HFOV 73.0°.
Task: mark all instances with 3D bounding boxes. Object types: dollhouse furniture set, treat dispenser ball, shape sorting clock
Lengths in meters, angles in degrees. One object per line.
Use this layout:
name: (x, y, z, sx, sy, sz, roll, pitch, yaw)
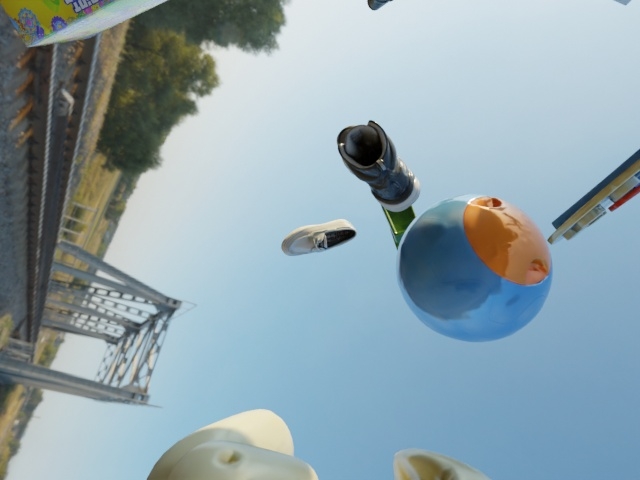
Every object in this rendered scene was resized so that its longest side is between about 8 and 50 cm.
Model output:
dollhouse furniture set: (0.382, -0.064, 1.452, 0.302, 0.197, 0.151, -19, -129, 8)
treat dispenser ball: (0.293, 0.053, 0.849, 0.288, 0.288, 0.288, -44, -147, 39)
shape sorting clock: (0.313, -0.064, 0.423, 0.040, 0.206, 0.206, 50, -59, 18)

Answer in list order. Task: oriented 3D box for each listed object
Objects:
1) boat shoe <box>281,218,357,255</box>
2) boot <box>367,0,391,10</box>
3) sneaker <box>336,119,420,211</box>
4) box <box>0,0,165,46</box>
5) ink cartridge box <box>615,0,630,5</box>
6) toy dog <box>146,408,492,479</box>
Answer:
boat shoe: (0.000, 0.000, 1.031, 0.063, 0.184, 0.066, -140, -138, -61)
boot: (0.240, -0.678, 1.098, 0.247, 0.083, 0.161, -25, -165, 0)
sneaker: (0.086, -0.179, 0.832, 0.101, 0.153, 0.268, -39, -132, 8)
box: (-0.432, -0.532, 0.749, 0.290, 0.279, 0.177, -9, -154, 23)
ink cartridge box: (0.702, -0.717, 1.075, 0.045, 0.224, 0.223, -47, -115, 6)
toy dog: (0.045, 0.235, 0.205, 0.408, 0.395, 0.284, -8, -118, 29)
